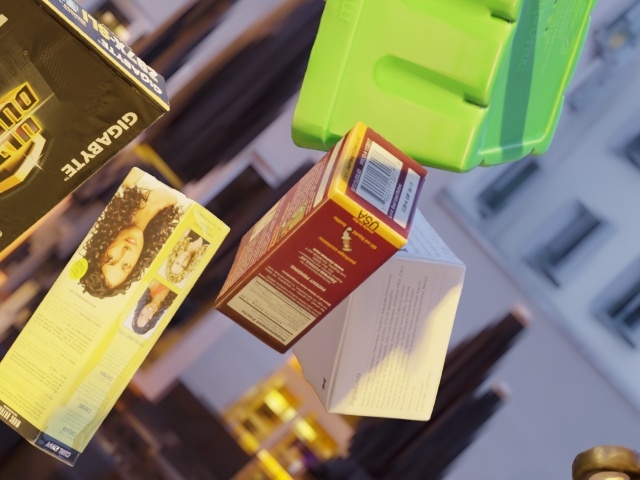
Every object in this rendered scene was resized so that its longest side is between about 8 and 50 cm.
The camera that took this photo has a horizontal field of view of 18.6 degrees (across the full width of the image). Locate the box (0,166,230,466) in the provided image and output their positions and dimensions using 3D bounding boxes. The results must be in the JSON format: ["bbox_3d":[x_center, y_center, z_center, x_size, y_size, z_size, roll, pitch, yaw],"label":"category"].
[{"bbox_3d":[-0.176,0.060,1.578,0.087,0.232,0.058,28,-7,41],"label":"box"}]

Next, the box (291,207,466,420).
[{"bbox_3d":[0.054,0.068,2.044,0.119,0.182,0.181,6,19,-17],"label":"box"}]

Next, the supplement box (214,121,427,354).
[{"bbox_3d":[0.000,0.000,1.700,0.081,0.188,0.104,36,39,-13],"label":"supplement box"}]

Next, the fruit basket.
[{"bbox_3d":[0.078,-0.273,1.821,0.392,0.392,0.283,45,30,20],"label":"fruit basket"}]

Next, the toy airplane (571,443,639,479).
[{"bbox_3d":[0.393,0.182,1.442,0.272,0.386,0.384,16,7,-22],"label":"toy airplane"}]

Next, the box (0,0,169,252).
[{"bbox_3d":[-0.355,-0.124,1.951,0.257,0.322,0.079,42,18,-30],"label":"box"}]
